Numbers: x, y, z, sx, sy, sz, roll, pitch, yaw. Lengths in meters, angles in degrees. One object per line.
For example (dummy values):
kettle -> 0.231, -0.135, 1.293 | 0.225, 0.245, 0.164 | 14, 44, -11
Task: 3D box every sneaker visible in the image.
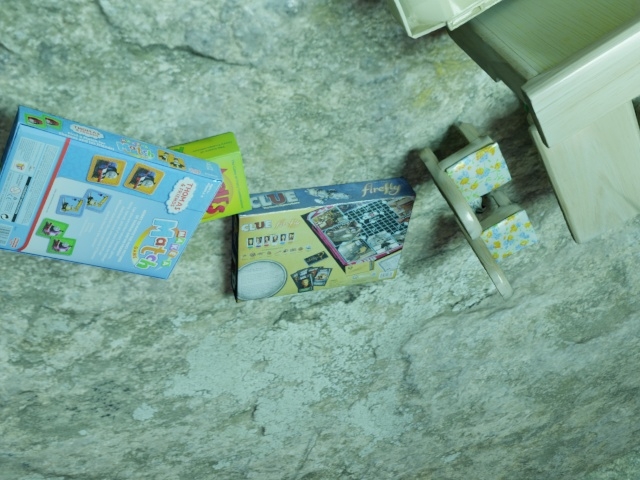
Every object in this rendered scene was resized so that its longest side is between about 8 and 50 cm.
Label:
sneaker -> 0.215, -0.061, 0.952 | 0.037, 0.032, 0.083 | -46, 137, 1

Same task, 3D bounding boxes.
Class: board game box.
board game box -> 0.000, 0.000, 0.905 | 0.243, 0.042, 0.165 | -7, 135, -17
board game box -> -0.235, -0.040, 0.702 | 0.212, 0.039, 0.160 | 15, 124, -32
board game box -> -0.179, -0.059, 0.769 | 0.181, 0.043, 0.092 | -15, 136, -9

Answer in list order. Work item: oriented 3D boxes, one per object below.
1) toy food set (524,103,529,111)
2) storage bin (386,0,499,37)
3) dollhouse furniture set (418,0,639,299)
toy food set -> 0.299, -0.203, 0.851 | 0.083, 0.020, 0.083 | 7, 129, -28
storage bin -> 0.134, -0.356, 0.560 | 0.260, 0.123, 0.262 | -30, 137, 7
dollhouse furniture set -> 0.308, -0.122, 0.731 | 0.362, 0.256, 0.394 | -31, 130, 10
